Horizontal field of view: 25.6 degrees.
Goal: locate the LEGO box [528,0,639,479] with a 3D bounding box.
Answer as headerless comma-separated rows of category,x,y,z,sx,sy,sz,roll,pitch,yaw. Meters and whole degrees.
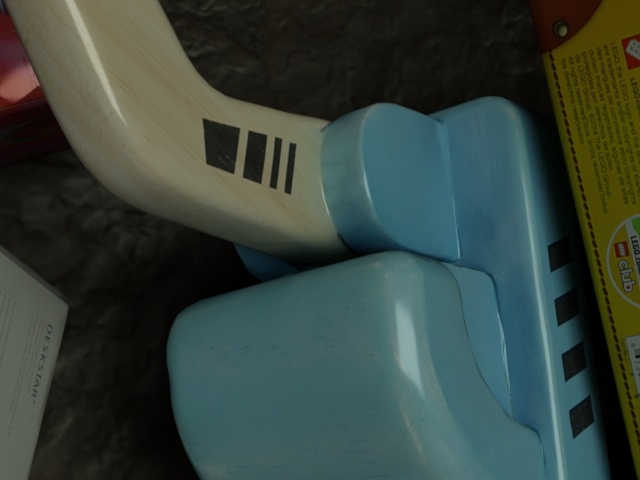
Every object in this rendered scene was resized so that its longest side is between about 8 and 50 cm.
LEGO box,0.331,0.054,0.759,0.372,0.193,0.500,-10,87,-49

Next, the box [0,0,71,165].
box,-0.268,-0.103,0.753,0.300,0.142,0.154,-19,86,-27

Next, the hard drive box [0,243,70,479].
hard drive box,-0.220,0.074,0.679,0.089,0.232,0.181,6,71,15

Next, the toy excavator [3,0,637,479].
toy excavator,0.000,0.000,0.701,0.445,0.222,0.433,12,68,-53

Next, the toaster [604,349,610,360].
toaster,0.297,0.049,0.975,0.227,0.129,0.146,36,64,-15
